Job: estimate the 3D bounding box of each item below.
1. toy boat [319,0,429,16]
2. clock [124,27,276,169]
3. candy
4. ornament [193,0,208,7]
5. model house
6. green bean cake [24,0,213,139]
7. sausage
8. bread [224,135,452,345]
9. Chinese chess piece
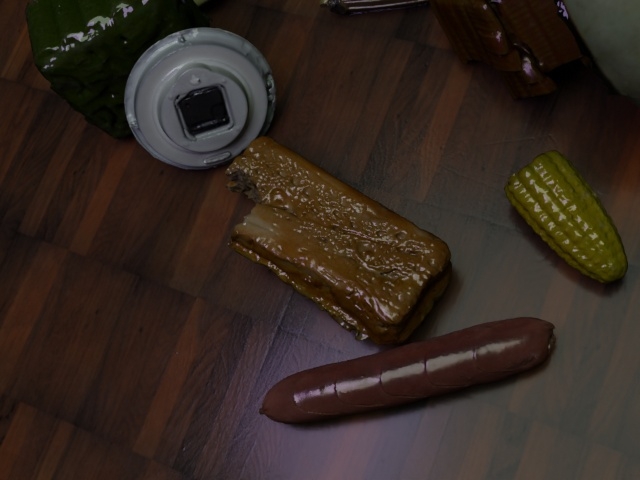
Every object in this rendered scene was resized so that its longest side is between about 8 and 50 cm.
[{"bbox_3d":[0.106,-0.407,1.442,0.225,0.088,0.068,-2,72,16],"label":"toy boat"},{"bbox_3d":[-0.177,-0.203,1.382,0.236,0.236,0.053,-29,37,5],"label":"clock"},{"bbox_3d":[0.347,-0.024,1.253,0.106,0.094,0.199,-24,72,-32],"label":"candy"},{"bbox_3d":[-0.262,-0.440,1.541,0.201,0.059,0.180,15,111,-4],"label":"ornament"},{"bbox_3d":[0.296,-0.329,1.336,0.229,0.199,0.220,-22,25,35],"label":"model house"},{"bbox_3d":[-0.297,-0.302,1.422,0.246,0.250,0.156,-28,56,6],"label":"green bean cake"},{"bbox_3d":[0.113,0.185,1.253,0.432,0.088,0.088,-16,69,10],"label":"sausage"},{"bbox_3d":[0.000,0.000,1.322,0.380,0.109,0.185,33,70,23],"label":"bread"},{"bbox_3d":[0.439,-0.331,1.197,0.146,0.349,0.350,-28,63,40],"label":"Chinese chess piece"}]
